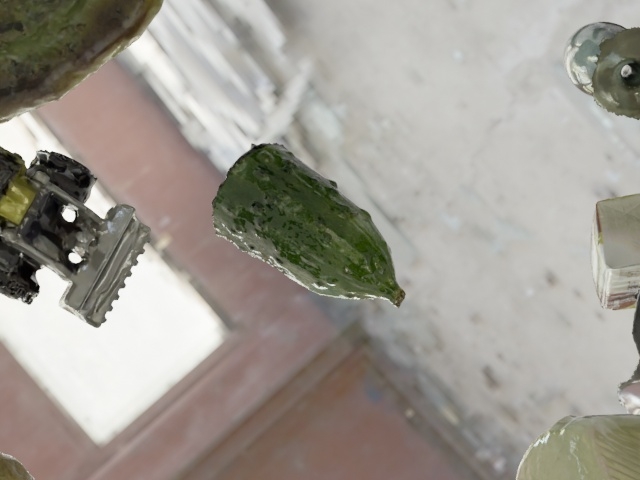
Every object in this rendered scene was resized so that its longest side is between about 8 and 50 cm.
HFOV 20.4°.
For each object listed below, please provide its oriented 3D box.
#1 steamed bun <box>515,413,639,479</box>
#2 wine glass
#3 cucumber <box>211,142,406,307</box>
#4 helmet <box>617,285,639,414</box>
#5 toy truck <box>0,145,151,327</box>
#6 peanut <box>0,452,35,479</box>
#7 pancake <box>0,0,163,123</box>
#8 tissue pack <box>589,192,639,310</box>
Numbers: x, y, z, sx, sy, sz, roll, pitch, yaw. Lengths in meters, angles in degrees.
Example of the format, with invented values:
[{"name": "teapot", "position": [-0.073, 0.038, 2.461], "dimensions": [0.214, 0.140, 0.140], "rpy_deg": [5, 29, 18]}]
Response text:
[{"name": "steamed bun", "position": [0.240, 0.263, 1.432], "dimensions": [0.152, 0.170, 0.239], "rpy_deg": [-44, 61, 29]}, {"name": "wine glass", "position": [0.211, -0.128, 1.274], "dimensions": [0.066, 0.066, 0.198], "rpy_deg": [52, -173, -7]}, {"name": "cucumber", "position": [-0.001, -0.001, 2.017], "dimensions": [0.244, 0.134, 0.134], "rpy_deg": [35, 155, 21]}, {"name": "helmet", "position": [0.452, 0.107, 2.120], "dimensions": [0.154, 0.198, 0.253], "rpy_deg": [12, 138, 30]}, {"name": "toy truck", "position": [-0.273, -0.034, 1.513], "dimensions": [0.286, 0.136, 0.111], "rpy_deg": [32, 168, -19]}, {"name": "peanut", "position": [-0.348, 0.380, 1.994], "dimensions": [0.136, 0.120, 0.298], "rpy_deg": [-21, 79, 46]}, {"name": "pancake", "position": [-0.370, -0.278, 1.983], "dimensions": [0.067, 0.426, 0.305], "rpy_deg": [-123, 34, -75]}, {"name": "tissue pack", "position": [0.419, 0.017, 2.420], "dimensions": [0.149, 0.099, 0.106], "rpy_deg": [76, -175, -64]}]
